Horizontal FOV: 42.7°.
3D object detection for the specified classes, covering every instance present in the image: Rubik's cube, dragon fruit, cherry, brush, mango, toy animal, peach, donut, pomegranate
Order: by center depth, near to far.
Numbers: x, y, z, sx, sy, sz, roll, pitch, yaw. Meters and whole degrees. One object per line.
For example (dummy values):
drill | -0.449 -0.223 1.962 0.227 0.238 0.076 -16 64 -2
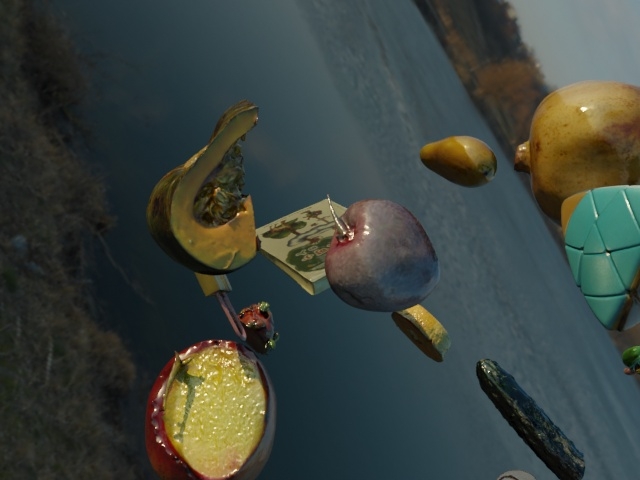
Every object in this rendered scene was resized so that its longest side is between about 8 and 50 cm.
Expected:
Rubik's cube | 0.482 -0.025 1.314 0.254 0.254 0.254 54 16 -24
cherry | 0.109 0.032 1.554 0.266 0.213 0.183 26 -19 -10
toy animal | 0.680 0.305 1.653 0.103 0.100 0.208 34 38 -47
mango | 0.317 -0.182 1.877 0.136 0.099 0.227 43 -14 -29
brush | -0.242 0.146 2.023 0.233 0.047 0.103 64 8 8
pomegranate | 0.679 -0.218 2.048 0.417 0.416 0.417 54 16 -24
donut | 0.264 0.230 2.100 0.178 0.065 0.162 45 -13 4
peach | -0.282 0.472 2.116 0.310 0.335 0.406 107 -17 -61
dragon fruit | -0.176 0.231 2.252 0.142 0.138 0.175 21 49 -3

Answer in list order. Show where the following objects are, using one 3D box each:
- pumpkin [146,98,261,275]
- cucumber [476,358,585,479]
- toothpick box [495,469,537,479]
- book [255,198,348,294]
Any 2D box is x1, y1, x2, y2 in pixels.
pumpkin | -0.154 -0.074 1.363 0.190 0.280 0.139 44 -8 -19
cucumber | 0.416 0.360 1.636 0.303 0.072 0.081 47 21 -3
toothpick box | 0.425 0.570 1.730 0.098 0.098 0.149 -96 168 -55
book | 0.000 0.000 1.953 0.371 0.260 0.043 31 -40 55
